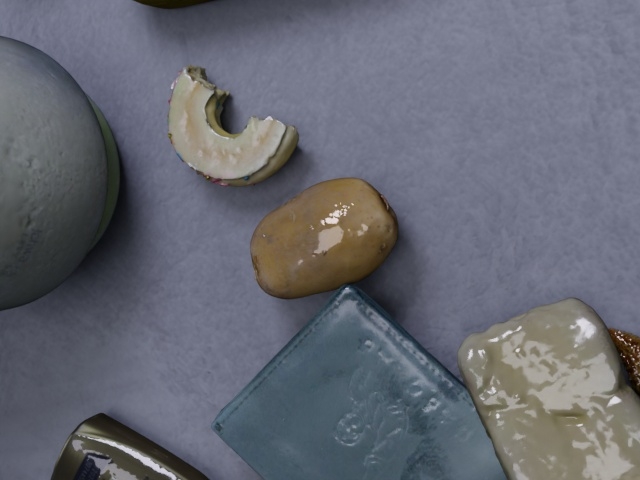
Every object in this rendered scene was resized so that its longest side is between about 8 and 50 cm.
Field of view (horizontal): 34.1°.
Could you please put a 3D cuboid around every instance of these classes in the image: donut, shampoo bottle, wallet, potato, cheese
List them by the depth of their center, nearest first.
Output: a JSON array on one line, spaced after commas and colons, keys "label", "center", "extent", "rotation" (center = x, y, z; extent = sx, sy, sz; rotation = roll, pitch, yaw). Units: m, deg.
[{"label": "cheese", "center": [0.254, 0.194, 1.056], "extent": [0.159, 0.093, 0.262], "rotation": [-25, 73, 11]}, {"label": "potato", "center": [0.000, 0.000, 1.155], "extent": [0.178, 0.109, 0.118], "rotation": [-23, 78, 17]}, {"label": "wallet", "center": [0.058, 0.221, 1.159], "extent": [0.290, 0.054, 0.251], "rotation": [44, 107, 1]}, {"label": "shampoo bottle", "center": [-0.406, -0.074, 1.184], "extent": [0.323, 0.317, 0.322], "rotation": [2, 97, 19]}, {"label": "donut", "center": [-0.108, -0.121, 1.211], "extent": [0.166, 0.065, 0.108], "rotation": [31, 103, 14]}, {"label": "shampoo bottle", "center": [-0.158, 0.342, 1.247], "extent": [0.350, 0.084, 0.125], "rotation": [29, 105, 15]}]

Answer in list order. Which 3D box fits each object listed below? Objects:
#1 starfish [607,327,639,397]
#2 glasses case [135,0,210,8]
[{"label": "starfish", "center": [0.362, 0.188, 1.080], "extent": [0.227, 0.043, 0.240], "rotation": [-43, 74, 15]}, {"label": "glasses case", "center": [-0.076, -0.374, 1.144], "extent": [0.371, 0.141, 0.173], "rotation": [-9, 90, 19]}]
